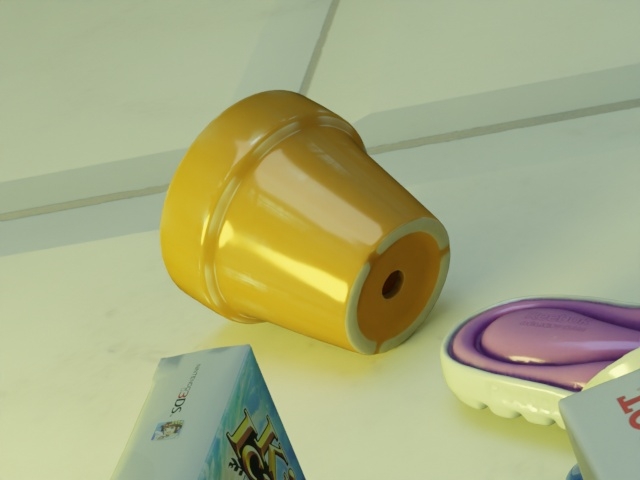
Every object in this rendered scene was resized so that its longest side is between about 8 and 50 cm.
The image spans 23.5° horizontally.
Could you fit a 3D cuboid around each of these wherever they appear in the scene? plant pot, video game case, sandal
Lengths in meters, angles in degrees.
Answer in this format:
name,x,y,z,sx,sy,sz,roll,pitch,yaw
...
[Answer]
name,x,y,z,sx,sy,sz,roll,pitch,yaw
plant pot,0.000,0.000,1.309,0.205,0.205,0.188,-34,47,-30
video game case,-0.041,0.232,0.791,0.061,0.269,0.244,-12,27,17
sandal,0.260,0.064,1.068,0.416,0.102,0.169,-5,28,32

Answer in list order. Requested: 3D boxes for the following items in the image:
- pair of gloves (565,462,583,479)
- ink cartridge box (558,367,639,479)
name,x,y,z,sx,sy,sz,roll,pitch,yaw
pair of gloves,0.265,0.145,1.051,0.198,0.023,0.159,-9,28,13
ink cartridge box,0.358,0.140,0.803,0.395,0.166,0.285,-22,23,3
